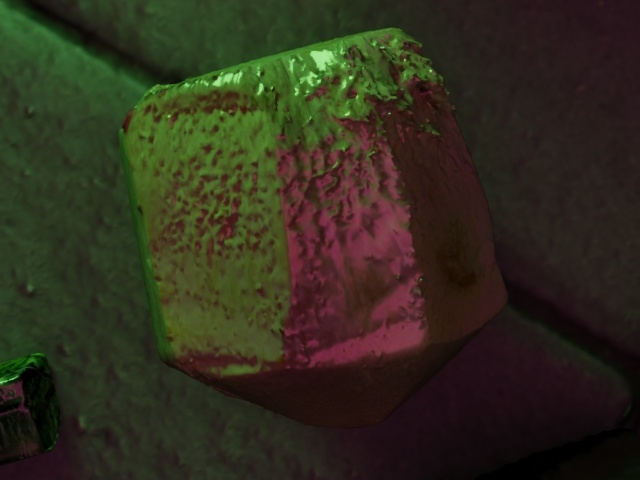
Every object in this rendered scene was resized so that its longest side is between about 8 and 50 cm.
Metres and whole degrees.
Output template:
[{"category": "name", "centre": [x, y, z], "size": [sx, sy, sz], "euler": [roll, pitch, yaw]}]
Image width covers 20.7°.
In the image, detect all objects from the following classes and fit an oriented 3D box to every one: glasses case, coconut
[{"category": "glasses case", "centre": [-0.317, 0.147, 1.200], "size": [0.272, 0.095, 0.062], "euler": [-15, 96, 3]}, {"category": "coconut", "centre": [0.000, 0.000, 1.118], "size": [0.233, 0.233, 0.245], "euler": [-15, 94, 2]}]

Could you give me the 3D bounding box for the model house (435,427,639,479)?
[{"category": "model house", "centre": [0.162, 0.282, 1.138], "size": [0.284, 0.243, 0.298], "euler": [24, 108, 30]}]
